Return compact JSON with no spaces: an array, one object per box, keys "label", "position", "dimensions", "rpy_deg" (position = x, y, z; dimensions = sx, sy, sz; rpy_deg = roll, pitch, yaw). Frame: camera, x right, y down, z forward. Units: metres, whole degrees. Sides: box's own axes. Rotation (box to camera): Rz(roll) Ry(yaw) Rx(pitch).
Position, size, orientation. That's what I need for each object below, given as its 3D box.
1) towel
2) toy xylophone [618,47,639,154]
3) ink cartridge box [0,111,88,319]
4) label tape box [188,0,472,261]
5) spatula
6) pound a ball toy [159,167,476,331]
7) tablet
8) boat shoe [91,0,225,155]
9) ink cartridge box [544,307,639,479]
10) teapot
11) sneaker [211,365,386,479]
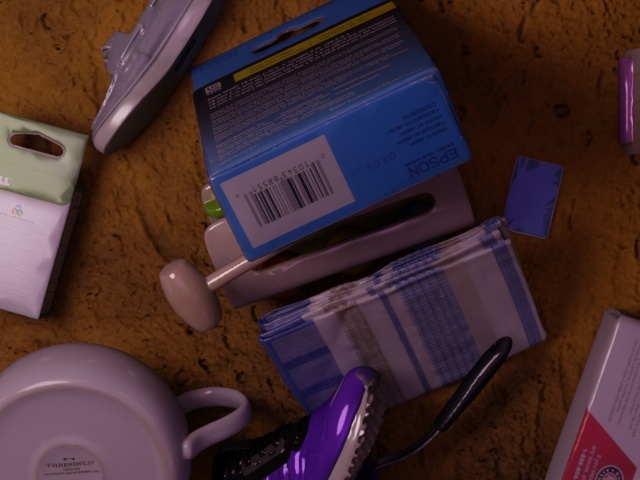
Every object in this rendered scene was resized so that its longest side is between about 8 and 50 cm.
[{"label":"towel","position":[0.092,0.094,1.742],"dimensions":[0.285,0.209,0.034],"rpy_deg":[-24,46,4]},{"label":"toy xylophone","position":[0.474,-0.122,1.747],"dimensions":[0.322,0.081,0.236],"rpy_deg":[7,93,2]},{"label":"ink cartridge box","position":[-0.327,-0.028,1.799],"dimensions":[0.109,0.062,0.209],"rpy_deg":[16,93,2]},{"label":"label tape box","position":[0.000,-0.132,1.676],"dimensions":[0.240,0.334,0.106],"rpy_deg":[-25,114,3]},{"label":"spatula","position":[0.105,0.213,1.772],"dimensions":[0.030,0.084,0.296],"rpy_deg":[42,96,-20]},{"label":"pound a ball toy","position":[0.000,0.000,1.713],"dimensions":[0.319,0.208,0.136],"rpy_deg":[-20,114,3]},{"label":"tablet","position":[0.232,-0.047,1.799],"dimensions":[0.054,0.006,0.083],"rpy_deg":[13,92,2]},{"label":"boat shoe","position":[-0.192,-0.201,1.785],"dimensions":[0.081,0.079,0.227],"rpy_deg":[34,89,10]},{"label":"ink cartridge box","position":[0.416,0.225,1.740],"dimensions":[0.306,0.131,0.226],"rpy_deg":[20,92,0]},{"label":"teapot","position":[-0.244,0.208,1.743],"dimensions":[0.256,0.187,0.252],"rpy_deg":[36,106,-8]},{"label":"sneaker","position":[-0.041,0.244,1.753],"dimensions":[0.146,0.102,0.293],"rpy_deg":[28,110,8]}]
